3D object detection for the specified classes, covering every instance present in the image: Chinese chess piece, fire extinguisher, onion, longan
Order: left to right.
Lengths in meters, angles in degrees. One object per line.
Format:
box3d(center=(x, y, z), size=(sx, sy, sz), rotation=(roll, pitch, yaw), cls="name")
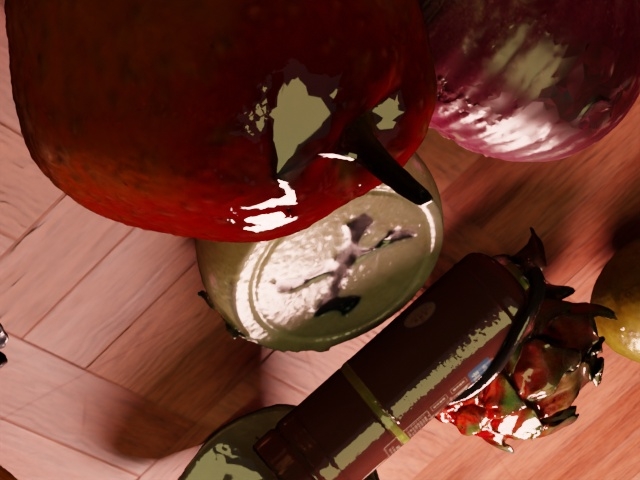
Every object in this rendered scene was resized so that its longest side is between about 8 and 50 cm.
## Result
box3d(center=(0.000, 0.000, 1.489), size=(0.238, 0.092, 0.237), rotation=(-18, 138, -17), cls="Chinese chess piece")
box3d(center=(0.092, 0.112, 1.551), size=(0.341, 0.141, 0.105), rotation=(-41, 113, -5), cls="fire extinguisher")
box3d(center=(0.151, -0.164, 1.326), size=(0.256, 0.230, 0.272), rotation=(-5, 125, -29), cls="onion")
box3d(center=(0.356, 0.062, 1.750), size=(0.155, 0.176, 0.145), rotation=(18, 76, -31), cls="longan")

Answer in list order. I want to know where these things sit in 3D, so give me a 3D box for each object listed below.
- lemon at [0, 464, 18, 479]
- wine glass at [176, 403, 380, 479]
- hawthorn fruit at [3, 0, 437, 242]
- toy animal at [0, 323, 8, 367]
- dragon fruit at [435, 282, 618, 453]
box3d(center=(-0.337, 0.302, 1.445), size=(0.228, 0.253, 0.228), rotation=(-11, 122, -19), cls="lemon")
box3d(center=(0.043, 0.359, 1.751), size=(0.267, 0.267, 0.406), rotation=(-42, 142, 10), cls="wine glass")
box3d(center=(-0.050, -0.113, 1.156), size=(0.285, 0.369, 0.284), rotation=(-32, 140, -31), cls="hawthorn fruit")
box3d(center=(-0.349, 0.073, 1.319), size=(0.179, 0.116, 0.218), rotation=(-32, 141, -1), cls="toy animal")
box3d(center=(0.190, 0.123, 1.673), size=(0.189, 0.182, 0.182), rotation=(17, 129, 6), cls="dragon fruit")
